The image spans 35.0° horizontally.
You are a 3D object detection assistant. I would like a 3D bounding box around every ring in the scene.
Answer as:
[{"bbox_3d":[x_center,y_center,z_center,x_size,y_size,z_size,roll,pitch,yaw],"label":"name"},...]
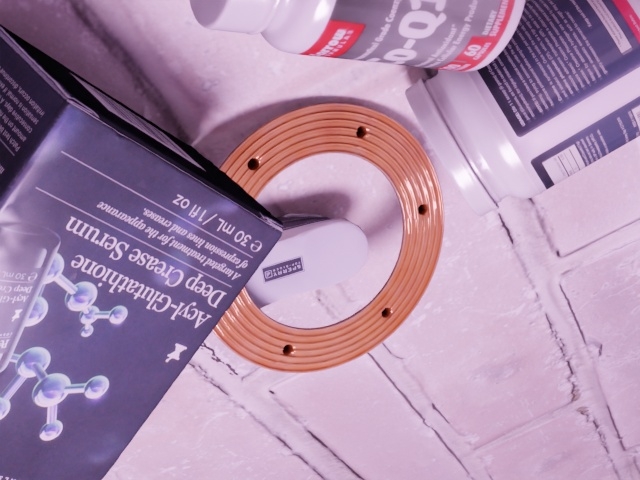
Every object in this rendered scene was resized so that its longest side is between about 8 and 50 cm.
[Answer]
[{"bbox_3d":[0.000,0.000,1.212,0.337,0.032,0.336,-9,110,-24],"label":"ring"}]

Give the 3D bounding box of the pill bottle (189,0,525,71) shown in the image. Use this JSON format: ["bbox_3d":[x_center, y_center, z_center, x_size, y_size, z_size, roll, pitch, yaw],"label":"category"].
[{"bbox_3d":[0.032,-0.246,0.930,0.283,0.161,0.161,0,138,-27],"label":"pill bottle"}]

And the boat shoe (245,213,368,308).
[{"bbox_3d":[-0.094,0.023,1.253,0.301,0.102,0.108,-15,110,-21],"label":"boat shoe"}]

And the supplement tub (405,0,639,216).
[{"bbox_3d":[0.251,-0.166,1.113,0.272,0.191,0.191,-30,142,12],"label":"supplement tub"}]

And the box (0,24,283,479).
[{"bbox_3d":[-0.288,0.045,0.992,0.395,0.212,0.293,-54,138,5],"label":"box"}]
